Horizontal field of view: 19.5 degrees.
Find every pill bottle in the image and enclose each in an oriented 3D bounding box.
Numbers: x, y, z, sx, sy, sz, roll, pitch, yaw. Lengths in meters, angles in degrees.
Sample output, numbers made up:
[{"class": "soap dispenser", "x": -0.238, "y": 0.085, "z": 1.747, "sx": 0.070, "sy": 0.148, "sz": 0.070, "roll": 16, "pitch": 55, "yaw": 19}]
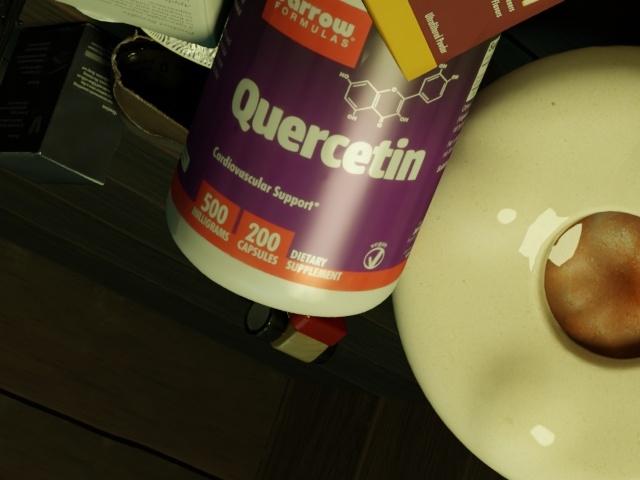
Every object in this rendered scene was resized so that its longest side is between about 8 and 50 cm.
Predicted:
[{"class": "pill bottle", "x": 0.018, "y": -0.120, "z": 1.298, "sx": 0.181, "sy": 0.323, "sz": 0.181, "roll": 17, "pitch": -155, "yaw": -8}]

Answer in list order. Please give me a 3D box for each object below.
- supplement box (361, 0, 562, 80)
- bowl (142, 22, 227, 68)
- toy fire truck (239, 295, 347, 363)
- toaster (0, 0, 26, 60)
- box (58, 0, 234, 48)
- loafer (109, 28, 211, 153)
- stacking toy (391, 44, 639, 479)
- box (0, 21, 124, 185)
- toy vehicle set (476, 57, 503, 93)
[{"class": "supplement box", "x": 0.071, "y": -0.219, "z": 0.876, "sx": 0.191, "sy": 0.194, "sz": 0.129, "roll": -27, "pitch": 150, "yaw": 4}, {"class": "bowl", "x": -0.074, "y": -0.208, "z": 1.665, "sx": 0.170, "sy": 0.080, "sz": 0.170, "roll": 19, "pitch": 169, "yaw": 4}, {"class": "toy fire truck", "x": 0.000, "y": 0.000, "z": 2.357, "sx": 0.158, "sy": 0.217, "sz": 0.246, "roll": 28, "pitch": 124, "yaw": -36}, {"class": "toaster", "x": -0.337, "y": -0.240, "z": 1.714, "sx": 0.110, "sy": 0.168, "sz": 0.185, "roll": 19, "pitch": 169, "yaw": 4}, {"class": "box", "x": -0.130, "y": -0.254, "z": 1.291, "sx": 0.181, "sy": 0.182, "sz": 0.119, "roll": 18, "pitch": 167, "yaw": 3}, {"class": "loafer", "x": -0.071, "y": -0.124, "z": 1.914, "sx": 0.366, "sy": 0.134, "sz": 0.130, "roll": 14, "pitch": 168, "yaw": 20}, {"class": "stacking toy", "x": 0.287, "y": -0.002, "z": 1.539, "sx": 0.350, "sy": 0.350, "sz": 0.480, "roll": 15, "pitch": -165, "yaw": 18}, {"class": "box", "x": -0.289, "y": -0.150, "z": 2.082, "sx": 0.093, "sy": 0.158, "sz": 0.156, "roll": 27, "pitch": 167, "yaw": -34}, {"class": "toy vehicle set", "x": 0.058, "y": -0.167, "z": 1.512, "sx": 0.267, "sy": 0.035, "sz": 0.166, "roll": 28, "pitch": -155, "yaw": -37}]
